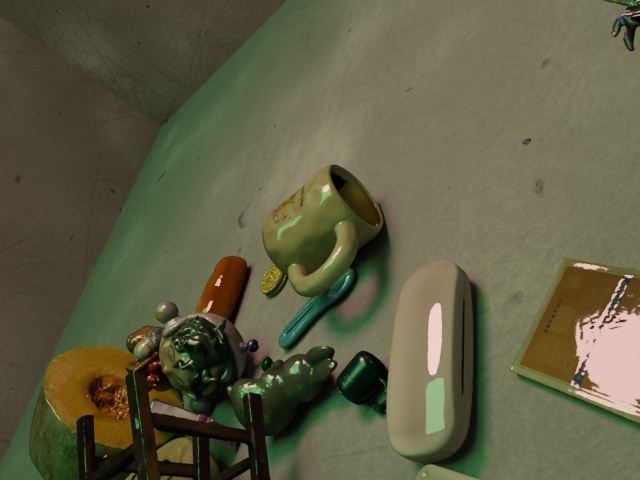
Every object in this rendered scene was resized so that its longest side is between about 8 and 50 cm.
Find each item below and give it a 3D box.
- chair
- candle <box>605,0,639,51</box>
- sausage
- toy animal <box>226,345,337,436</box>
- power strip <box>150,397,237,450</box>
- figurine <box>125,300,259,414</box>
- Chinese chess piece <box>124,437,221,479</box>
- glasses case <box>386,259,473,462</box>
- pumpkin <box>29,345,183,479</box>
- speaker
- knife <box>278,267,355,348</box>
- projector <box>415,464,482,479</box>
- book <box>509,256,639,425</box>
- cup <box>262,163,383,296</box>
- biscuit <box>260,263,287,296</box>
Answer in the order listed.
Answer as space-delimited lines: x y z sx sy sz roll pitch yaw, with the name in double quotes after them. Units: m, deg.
-0.203 0.429 0.813 0.203 0.240 0.416 -39 45 29 "chair"
0.476 -0.301 0.682 0.330 0.187 0.187 9 68 61 "candle"
-0.253 0.142 1.455 0.098 0.098 0.238 -25 40 45 "sausage"
-0.046 0.258 1.013 0.236 0.108 0.138 -24 68 24 "toy animal"
-0.268 0.379 1.202 0.279 0.109 0.037 -9 51 54 "power strip"
-0.309 0.253 1.282 0.382 0.261 0.186 -8 30 43 "figurine"
-0.301 0.485 1.070 0.250 0.101 0.250 -39 10 8 "Chinese chess piece"
0.154 0.158 0.811 0.113 0.075 0.297 -27 40 41 "glasses case"
-0.508 0.419 1.340 0.199 0.332 0.332 -58 26 19 "pumpkin"
0.077 0.225 0.899 0.094 0.060 0.075 41 98 27 "speaker"
-0.012 0.133 1.145 0.222 0.031 0.064 -47 27 16 "knife"
0.160 0.376 0.566 0.259 0.079 0.257 -7 53 53 "projector"
0.338 0.108 0.639 0.170 0.018 0.242 -60 28 -9 "book"
0.012 0.004 1.125 0.202 0.173 0.255 -40 51 24 "cup"
-0.109 0.090 1.351 0.084 0.023 0.084 -38 33 30 "biscuit"
